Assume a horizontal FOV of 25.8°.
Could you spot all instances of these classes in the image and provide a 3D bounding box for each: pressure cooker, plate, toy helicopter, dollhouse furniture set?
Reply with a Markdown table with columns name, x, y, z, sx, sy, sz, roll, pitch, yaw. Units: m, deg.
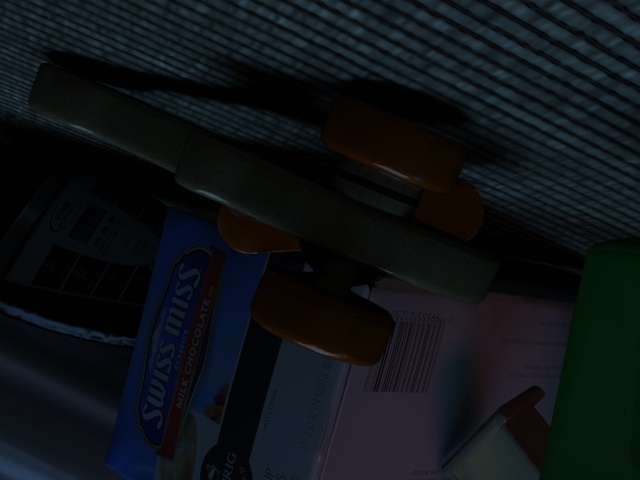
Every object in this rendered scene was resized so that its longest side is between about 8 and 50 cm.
| name | x | y | z | sx | sy | sz | roll | pitch | yaw |
| --- | --- | --- | --- | --- | --- | --- | --- | --- | --- |
| pressure cooker | -0.285 | 0.109 | 1.456 | 0.420 | 0.375 | 0.370 | 28 | 176 | -1 |
| plate | 0.231 | 0.054 | 1.353 | 0.188 | 0.024 | 0.188 | 17 | 174 | 2 |
| toy helicopter | -0.040 | -0.044 | 0.922 | 0.355 | 0.140 | 0.235 | 25 | -173 | 26 |
| dollhouse furniture set | 0.243 | 0.163 | 1.060 | 0.161 | 0.242 | 0.212 | 53 | 145 | 16 |

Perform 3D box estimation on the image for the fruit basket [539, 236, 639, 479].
| name | x | y | z | sx | sy | sz | roll | pitch | yaw |
| --- | --- | --- | --- | --- | --- | --- | --- | --- | --- |
| fruit basket | 0.270 | 0.177 | 0.615 | 0.283 | 0.392 | 0.392 | -9 | -173 | -31 |

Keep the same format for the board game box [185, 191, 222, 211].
| name | x | y | z | sx | sy | sz | roll | pitch | yaw |
| --- | --- | --- | --- | --- | --- | --- | --- | --- | --- |
| board game box | 0.000 | 0.000 | 1.449 | 0.260 | 0.030 | 0.136 | 13 | 175 | 28 |

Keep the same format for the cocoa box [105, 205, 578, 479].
| name | x | y | z | sx | sy | sz | roll | pitch | yaw |
| --- | --- | --- | --- | --- | --- | --- | --- | --- | --- |
| cocoa box | 0.040 | 0.120 | 1.158 | 0.228 | 0.231 | 0.347 | 21 | -171 | 42 |
